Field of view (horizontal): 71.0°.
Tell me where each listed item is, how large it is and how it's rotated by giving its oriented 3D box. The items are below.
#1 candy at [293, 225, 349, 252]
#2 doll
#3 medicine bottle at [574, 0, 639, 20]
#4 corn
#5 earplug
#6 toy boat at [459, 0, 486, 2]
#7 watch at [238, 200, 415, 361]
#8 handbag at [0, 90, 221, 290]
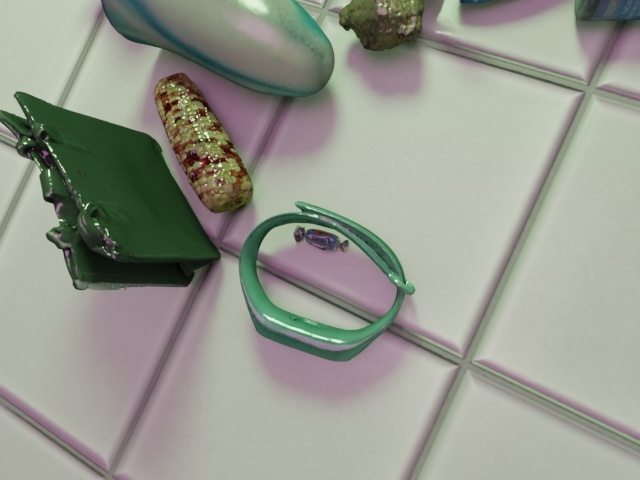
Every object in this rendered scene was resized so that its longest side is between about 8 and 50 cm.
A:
[{"bbox_3d":[0.000,0.001,0.649,0.084,0.020,0.030,19,104,14],"label":"candy"},{"bbox_3d":[0.134,-0.402,0.641,0.203,0.091,0.285,1,73,22],"label":"doll"},{"bbox_3d":[0.432,-0.316,0.548,0.204,0.083,0.083,5,84,14],"label":"medicine bottle"},{"bbox_3d":[-0.185,-0.155,0.683,0.086,0.086,0.253,-31,75,9],"label":"corn"},{"bbox_3d":[-0.127,-0.308,0.651,0.324,0.185,0.184,33,92,10],"label":"earplug"},{"bbox_3d":[0.304,-0.430,0.593,0.295,0.088,0.129,-41,74,14],"label":"toy boat"},{"bbox_3d":[0.004,0.057,0.609,0.237,0.068,0.194,17,94,14],"label":"watch"},{"bbox_3d":[-0.266,-0.056,0.600,0.079,0.260,0.247,-35,78,9],"label":"handbag"}]
